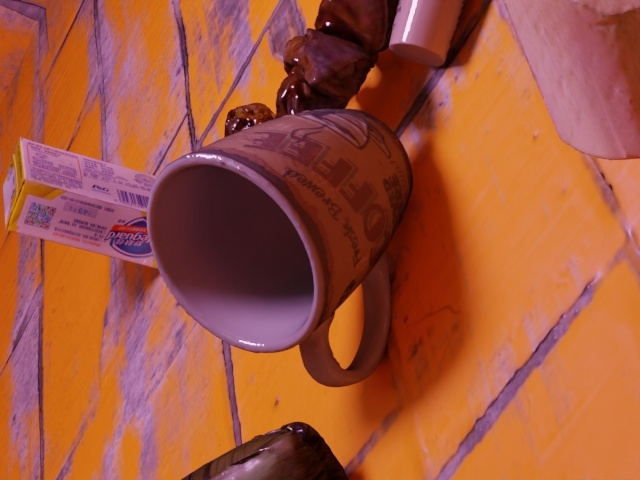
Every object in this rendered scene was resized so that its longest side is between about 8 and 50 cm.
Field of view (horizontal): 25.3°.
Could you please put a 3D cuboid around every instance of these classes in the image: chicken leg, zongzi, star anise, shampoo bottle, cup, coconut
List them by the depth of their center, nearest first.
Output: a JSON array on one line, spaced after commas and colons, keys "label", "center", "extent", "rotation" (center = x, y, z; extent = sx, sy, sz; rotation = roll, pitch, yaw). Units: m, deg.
[{"label": "coconut", "center": [0.261, -0.177, 1.081], "extent": [0.239, 0.244, 0.239], "rotation": [-21, 27, 11]}, {"label": "cup", "center": [0.000, 0.000, 1.529], "extent": [0.227, 0.301, 0.257], "rotation": [-20, 10, 47]}, {"label": "shampoo bottle", "center": [0.143, -0.330, 1.602], "extent": [0.127, 0.078, 0.257], "rotation": [98, -170, -84]}, {"label": "zongzi", "center": [-0.077, 0.301, 1.615], "extent": [0.286, 0.138, 0.300], "rotation": [-38, -8, 13]}, {"label": "star anise", "center": [0.015, -0.225, 1.704], "extent": [0.292, 0.109, 0.349], "rotation": [-51, 1, 12]}, {"label": "chicken leg", "center": [-0.102, -0.069, 1.960], "extent": [0.107, 0.087, 0.252], "rotation": [135, 144, -83]}]

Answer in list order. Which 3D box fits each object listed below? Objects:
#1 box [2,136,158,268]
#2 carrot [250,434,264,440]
[{"label": "box", "center": [-0.367, -0.059, 2.277], "extent": [0.097, 0.265, 0.168], "rotation": [-66, 25, 20]}, {"label": "carrot", "center": [-0.033, 0.251, 1.638], "extent": [0.190, 0.037, 0.037], "rotation": [0, 73, 61]}]
